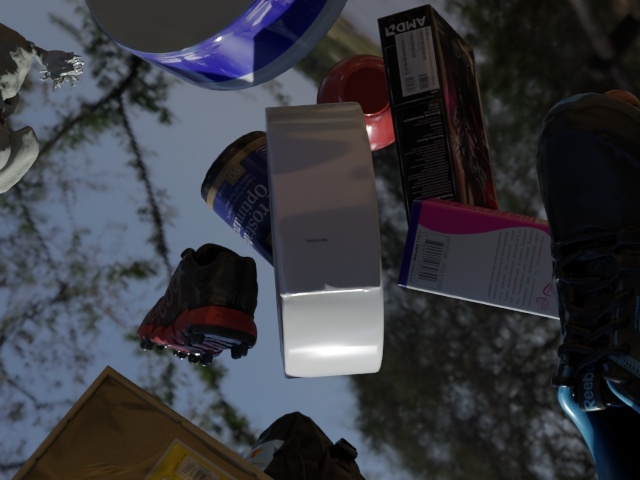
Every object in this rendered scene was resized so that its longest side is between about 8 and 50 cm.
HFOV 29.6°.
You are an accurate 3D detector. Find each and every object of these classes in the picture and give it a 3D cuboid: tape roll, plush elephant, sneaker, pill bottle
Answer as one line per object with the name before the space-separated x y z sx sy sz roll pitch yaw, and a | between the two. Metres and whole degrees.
tape roll | 0.000 0.000 1.254 0.100 0.286 0.286 -3 -167 -3
plush elephant | -0.552 -0.204 1.872 0.330 0.255 0.272 17 166 12
sneaker | -0.144 0.077 1.464 0.097 0.135 0.276 16 164 -22
pill bottle | -0.036 -0.028 1.529 0.219 0.123 0.123 42 -172 16
sneaker | 0.235 0.057 0.918 0.139 0.125 0.341 -25 -83 -42

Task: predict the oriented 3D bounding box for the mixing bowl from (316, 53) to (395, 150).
mixing bowl | 0.084 -0.260 2.192 0.181 0.181 0.098 40 174 2

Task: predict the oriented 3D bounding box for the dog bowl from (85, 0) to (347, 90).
dog bowl | -0.095 -0.280 1.133 0.265 0.265 0.104 44 -167 32

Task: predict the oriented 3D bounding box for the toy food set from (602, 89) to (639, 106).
toy food set | 0.404 -0.152 1.556 0.217 0.071 0.128 17 -169 23

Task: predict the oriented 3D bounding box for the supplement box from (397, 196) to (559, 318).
supplement box | 0.220 0.020 1.512 0.220 0.111 0.114 12 -174 12

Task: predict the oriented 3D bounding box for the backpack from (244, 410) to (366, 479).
backpack | -0.053 0.420 1.434 0.290 0.273 0.355 50 -162 -6

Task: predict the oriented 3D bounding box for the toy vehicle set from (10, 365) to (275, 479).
toy vehicle set | -0.137 0.251 1.092 0.267 0.166 0.035 33 149 9

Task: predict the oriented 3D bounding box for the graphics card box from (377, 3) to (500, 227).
graphics card box | 0.187 -0.143 1.828 0.233 0.094 0.371 23 -124 -64
